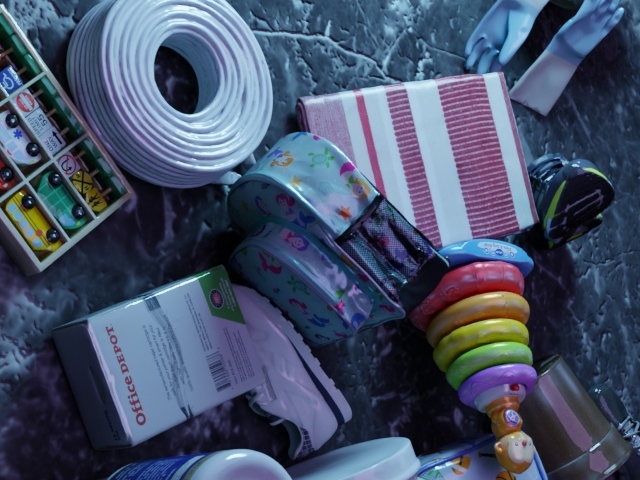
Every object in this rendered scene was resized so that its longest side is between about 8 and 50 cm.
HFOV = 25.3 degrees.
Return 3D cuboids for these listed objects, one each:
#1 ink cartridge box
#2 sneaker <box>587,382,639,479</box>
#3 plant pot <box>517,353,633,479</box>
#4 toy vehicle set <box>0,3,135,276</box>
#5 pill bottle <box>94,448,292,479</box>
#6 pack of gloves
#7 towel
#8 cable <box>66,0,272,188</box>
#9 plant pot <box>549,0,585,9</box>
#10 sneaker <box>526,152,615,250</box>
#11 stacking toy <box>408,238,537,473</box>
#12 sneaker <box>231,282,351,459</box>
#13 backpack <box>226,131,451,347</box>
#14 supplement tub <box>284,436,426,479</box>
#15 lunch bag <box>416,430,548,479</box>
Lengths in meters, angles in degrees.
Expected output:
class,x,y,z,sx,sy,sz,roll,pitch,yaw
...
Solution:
class,x,y,z,sx,sy,sz,roll,pitch,yaw
ink cartridge box,-0.185,0.134,1.638,0.208,0.087,0.153,-21,93,-42
sneaker,0.495,0.308,2.136,0.086,0.132,0.228,-37,104,-39
plant pot,0.324,0.258,1.996,0.167,0.167,0.165,-32,93,-40
toy vehicle set,-0.344,-0.113,1.601,0.166,0.035,0.267,-46,109,-38
pill bottle,-0.153,0.305,1.506,0.153,0.265,0.153,11,72,-39
pack of gloves,0.337,-0.305,2.115,0.195,0.232,0.046,24,24,-27
towel,0.135,-0.100,1.950,0.329,0.037,0.237,-11,87,-27
cable,-0.178,-0.190,1.724,0.257,0.089,0.257,-9,85,-41
plant pot,0.391,-0.468,2.186,0.284,0.284,0.191,35,90,-28
sneaker,0.340,-0.070,2.050,0.111,0.300,0.121,-31,78,-3
stacking toy,0.218,0.163,1.864,0.175,0.166,0.301,8,54,-36
sneaker,-0.061,0.157,1.745,0.095,0.090,0.235,-39,99,-15
backpack,0.000,0.000,1.735,0.191,0.225,0.253,-41,96,-23
supplement tub,0.061,0.421,1.672,0.241,0.241,0.331,-19,92,-41
lunch bag,0.223,0.410,1.866,0.243,0.115,0.303,-17,85,-32
